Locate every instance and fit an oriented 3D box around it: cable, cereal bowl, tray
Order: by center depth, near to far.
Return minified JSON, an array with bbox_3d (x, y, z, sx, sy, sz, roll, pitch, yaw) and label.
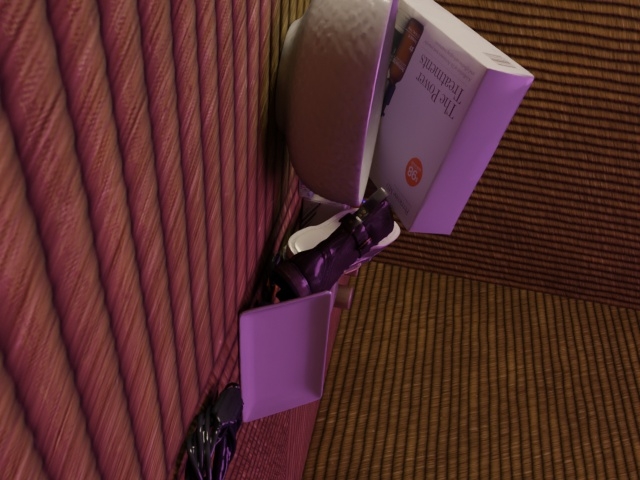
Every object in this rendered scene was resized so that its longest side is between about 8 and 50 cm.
[{"bbox_3d":[-0.139,0.274,0.782,0.184,0.047,0.151,-73,177,-64],"label":"cable"},{"bbox_3d":[0.021,-0.225,0.915,0.339,0.141,0.339,11,90,-83],"label":"cereal bowl"},{"bbox_3d":[-0.061,0.181,0.993,0.030,0.145,0.270,-120,-155,-43],"label":"tray"}]

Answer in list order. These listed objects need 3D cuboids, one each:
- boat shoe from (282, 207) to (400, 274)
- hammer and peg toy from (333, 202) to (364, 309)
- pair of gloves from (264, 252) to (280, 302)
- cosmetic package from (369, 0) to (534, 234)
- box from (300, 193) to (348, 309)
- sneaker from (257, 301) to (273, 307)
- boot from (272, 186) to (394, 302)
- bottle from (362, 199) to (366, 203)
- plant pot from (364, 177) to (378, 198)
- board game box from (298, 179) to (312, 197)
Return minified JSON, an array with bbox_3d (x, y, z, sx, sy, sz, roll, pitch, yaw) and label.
[{"bbox_3d":[0.040,0.014,1.242,0.305,0.109,0.091,-19,145,-44],"label":"boat shoe"},{"bbox_3d":[0.048,0.011,1.668,0.266,0.127,0.361,88,14,-72],"label":"hammer and peg toy"},{"bbox_3d":[-0.081,0.064,1.082,0.083,0.010,0.074,86,18,-60],"label":"pair of gloves"},{"bbox_3d":[0.159,-0.235,1.075,0.377,0.097,0.284,-119,-141,-46],"label":"cosmetic package"},{"bbox_3d":[0.003,0.016,1.390,0.113,0.094,0.275,-69,168,-62],"label":"box"},{"bbox_3d":[-0.069,0.169,1.051,0.188,0.078,0.067,93,9,-54],"label":"sneaker"},{"bbox_3d":[0.035,0.038,1.065,0.229,0.091,0.263,-38,162,-15],"label":"boot"},{"bbox_3d":[0.108,-0.068,2.125,0.283,0.118,0.092,72,28,-76],"label":"bottle"},{"bbox_3d":[0.152,-0.297,1.460,0.280,0.323,0.323,57,41,-58],"label":"plant pot"},{"bbox_3d":[-0.013,-0.175,1.233,0.103,0.026,0.154,93,9,-53],"label":"board game box"}]
